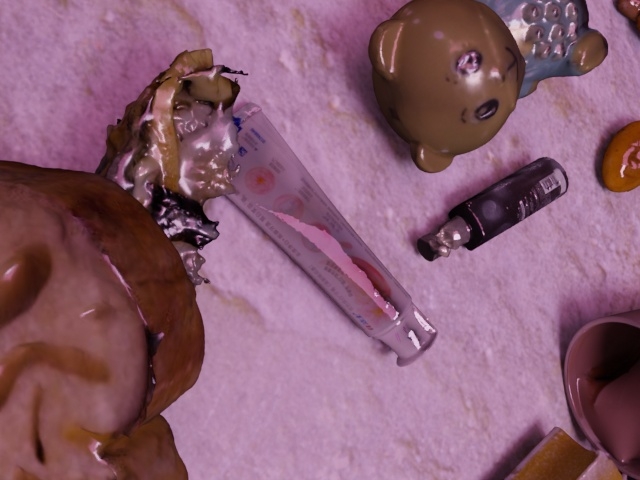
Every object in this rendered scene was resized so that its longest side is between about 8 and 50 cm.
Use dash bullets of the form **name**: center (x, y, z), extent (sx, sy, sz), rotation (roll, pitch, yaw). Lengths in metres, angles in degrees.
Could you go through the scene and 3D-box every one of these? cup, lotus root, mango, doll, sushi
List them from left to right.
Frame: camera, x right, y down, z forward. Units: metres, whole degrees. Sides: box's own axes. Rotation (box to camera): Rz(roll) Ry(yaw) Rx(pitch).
- **lotus root**: center (-0.275, 0.122, 0.472), extent (0.375, 0.111, 0.390), rotation (19, 102, 1)
- **sushi**: center (-0.159, -0.039, 0.583), extent (0.131, 0.139, 0.290), rotation (15, 91, -24)
- **doll**: center (0.173, -0.209, 0.690), extent (0.261, 0.162, 0.177), rotation (-41, 122, -20)
- **mango**: center (0.421, -0.112, 0.833), extent (0.079, 0.057, 0.114), rotation (42, 82, -17)
- **cup**: center (0.439, 0.196, 0.762), extent (0.201, 0.191, 0.252), rotation (-8, 118, -24)

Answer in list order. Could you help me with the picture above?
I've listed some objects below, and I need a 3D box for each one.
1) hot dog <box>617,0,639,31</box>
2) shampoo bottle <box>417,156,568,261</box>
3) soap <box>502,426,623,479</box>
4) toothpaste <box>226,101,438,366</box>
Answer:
- **hot dog**: center (0.482, -0.310, 0.870), extent (0.140, 0.060, 0.089), rotation (9, 79, -26)
- **shampoo bottle**: center (0.205, -0.034, 0.742), extent (0.208, 0.063, 0.057), rotation (-29, 87, -19)
- **soap**: center (0.268, 0.401, 0.700), extent (0.281, 0.143, 0.259), rotation (-39, 97, -13)
- **toothpaste**: center (0.000, 0.000, 0.666), extent (0.100, 0.066, 0.323), rotation (-43, 96, -17)
